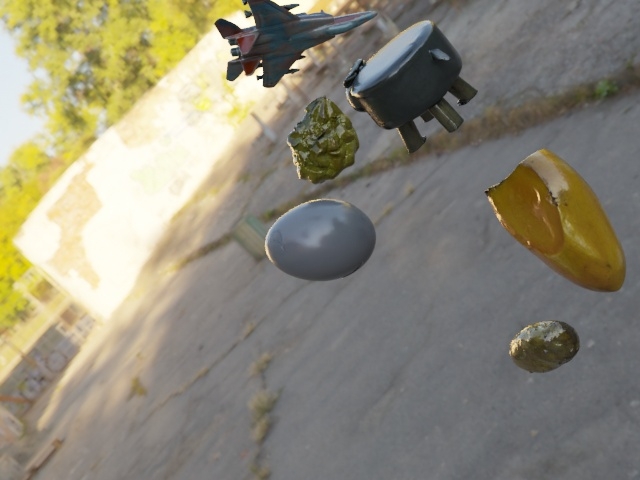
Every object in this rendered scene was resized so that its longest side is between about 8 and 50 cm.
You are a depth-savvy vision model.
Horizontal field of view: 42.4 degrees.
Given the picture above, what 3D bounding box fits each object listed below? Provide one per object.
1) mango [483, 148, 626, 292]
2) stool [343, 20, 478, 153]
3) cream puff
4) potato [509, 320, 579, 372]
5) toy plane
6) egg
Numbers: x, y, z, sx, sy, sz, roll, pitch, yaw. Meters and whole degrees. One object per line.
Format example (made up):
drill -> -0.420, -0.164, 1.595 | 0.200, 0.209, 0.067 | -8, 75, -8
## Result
mango -> 0.406, -0.022, 1.362 | 0.138, 0.257, 0.187 | -32, -8, -16
stool -> 0.133, -0.228, 1.217 | 0.153, 0.139, 0.228 | -43, 19, 1
cream puff -> -0.002, -0.187, 1.524 | 0.146, 0.116, 0.146 | -19, 47, 22
potato -> 0.203, 0.096, 0.750 | 0.040, 0.051, 0.083 | -65, 5, -25
toy plane -> -0.044, -0.419, 1.647 | 0.326, 0.223, 0.104 | -22, 49, -13
egg -> 0.000, 0.000, 1.471 | 0.198, 0.146, 0.146 | -6, 22, 10
